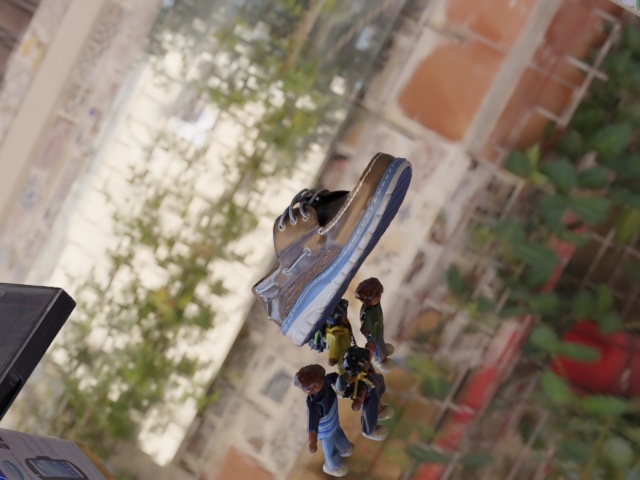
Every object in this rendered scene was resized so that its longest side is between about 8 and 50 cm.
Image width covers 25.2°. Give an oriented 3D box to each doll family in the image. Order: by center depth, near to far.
[{"bbox_3d":[0.022,0.108,1.226,0.076,0.111,0.193,-6,-140,7],"label":"doll family"}]

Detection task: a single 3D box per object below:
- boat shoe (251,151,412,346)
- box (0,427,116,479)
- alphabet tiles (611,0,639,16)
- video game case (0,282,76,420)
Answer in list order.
[{"bbox_3d":[0.000,0.000,0.998,0.066,0.183,0.066,36,-142,5],"label":"boat shoe"},{"bbox_3d":[-0.214,0.174,1.067,0.136,0.028,0.081,18,-165,-46],"label":"box"},{"bbox_3d":[0.173,-0.183,0.778,0.198,0.009,0.237,33,170,18],"label":"alphabet tiles"},{"bbox_3d":[-0.315,0.142,1.048,0.196,0.274,0.026,2,143,41],"label":"video game case"}]
